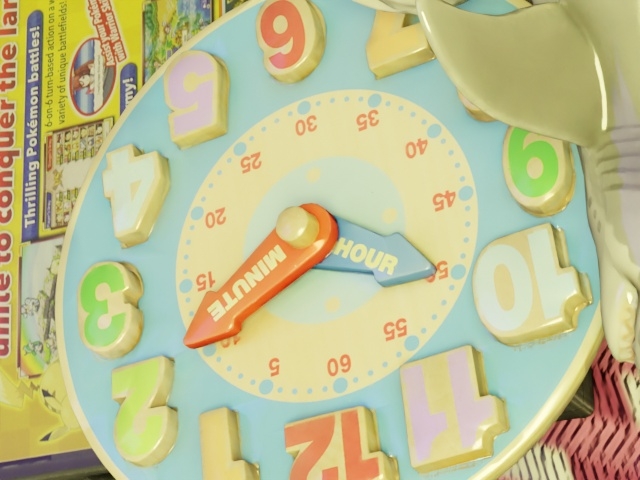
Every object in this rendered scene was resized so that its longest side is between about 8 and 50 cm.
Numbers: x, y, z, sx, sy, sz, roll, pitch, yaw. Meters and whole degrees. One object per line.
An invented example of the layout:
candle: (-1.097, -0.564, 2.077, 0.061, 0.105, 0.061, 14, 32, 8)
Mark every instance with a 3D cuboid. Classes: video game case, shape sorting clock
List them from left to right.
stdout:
video game case: (-0.032, -0.052, 0.660, 0.248, 0.035, 0.274, -11, 68, 23)
shape sorting clock: (0.000, 0.000, 0.579, 0.206, 0.040, 0.206, -9, 69, 24)

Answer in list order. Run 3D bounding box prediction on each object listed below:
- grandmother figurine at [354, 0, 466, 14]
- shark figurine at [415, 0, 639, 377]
grandmother figurine: (0.057, -0.232, 0.512, 0.104, 0.208, 0.342, 28, 111, 35)
shark figurine: (0.082, -0.098, 0.456, 0.116, 0.278, 0.166, -16, 29, 29)
